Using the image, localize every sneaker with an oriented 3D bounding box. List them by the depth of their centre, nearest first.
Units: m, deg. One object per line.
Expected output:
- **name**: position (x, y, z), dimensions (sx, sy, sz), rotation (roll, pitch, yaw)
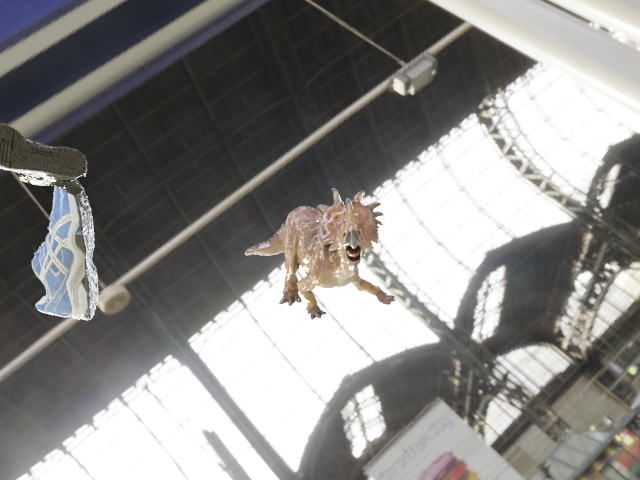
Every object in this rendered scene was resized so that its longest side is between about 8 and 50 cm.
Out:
- **sneaker**: position (-0.357, -0.096, 0.820), dimensions (0.170, 0.089, 0.051), rotation (15, -106, -43)
- **sneaker**: position (-0.366, 0.012, 0.949), dimensions (0.081, 0.080, 0.211), rotation (0, -82, -6)

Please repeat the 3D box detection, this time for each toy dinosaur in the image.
- **toy dinosaur**: position (0.000, 0.000, 1.003), dimensions (0.127, 0.296, 0.200), rotation (-26, -59, -33)
